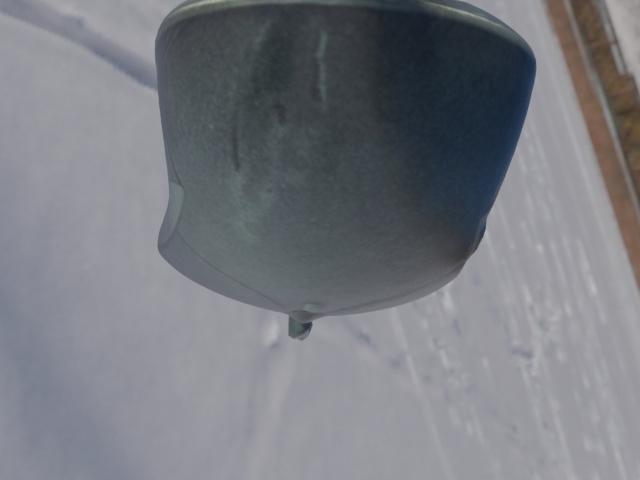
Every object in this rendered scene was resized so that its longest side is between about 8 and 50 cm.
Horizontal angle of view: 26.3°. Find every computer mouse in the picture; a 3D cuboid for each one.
[{"bbox_3d":[0.000,0.000,0.668,0.379,0.167,0.090,98,-2,-66],"label":"computer mouse"}]
